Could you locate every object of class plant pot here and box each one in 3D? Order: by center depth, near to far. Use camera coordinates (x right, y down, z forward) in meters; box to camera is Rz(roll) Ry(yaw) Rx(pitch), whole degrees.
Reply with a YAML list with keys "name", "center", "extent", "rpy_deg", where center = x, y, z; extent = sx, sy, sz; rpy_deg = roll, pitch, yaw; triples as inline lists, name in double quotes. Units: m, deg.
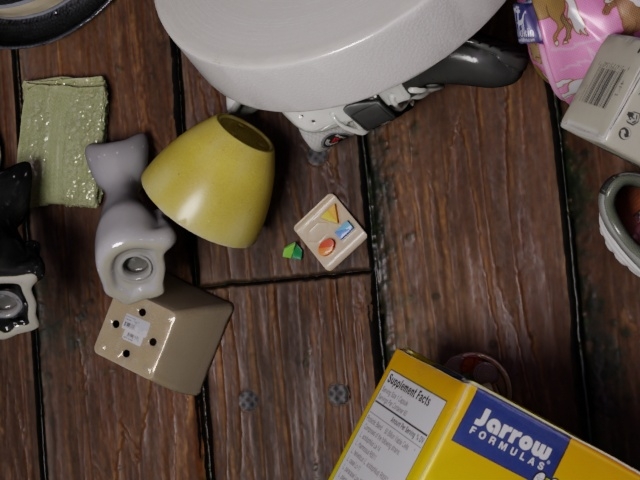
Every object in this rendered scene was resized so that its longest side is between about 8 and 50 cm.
- name: "plant pot"
  center: [-0.099, -0.070, 1.278]
  extent: [0.134, 0.134, 0.095]
  rpy_deg: [40, 112, 17]
- name: "plant pot"
  center: [-0.173, 0.096, 1.326]
  extent: [0.109, 0.096, 0.109]
  rpy_deg: [24, 96, 19]

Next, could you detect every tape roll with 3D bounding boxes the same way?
- name: "tape roll"
  center: [0.023, -0.296, 1.192]
  extent: [0.392, 0.072, 0.392]
  rpy_deg: [-16, 51, 22]

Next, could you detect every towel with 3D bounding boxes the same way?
- name: "towel"
  center: [-0.285, -0.109, 1.411]
  extent: [0.110, 0.027, 0.148]
  rpy_deg: [1, 87, 18]

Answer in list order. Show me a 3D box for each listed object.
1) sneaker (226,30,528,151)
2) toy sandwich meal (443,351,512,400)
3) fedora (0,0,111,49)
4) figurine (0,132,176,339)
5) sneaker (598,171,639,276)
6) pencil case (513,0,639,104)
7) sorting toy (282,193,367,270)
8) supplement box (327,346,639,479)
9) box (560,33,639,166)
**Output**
- name: "sneaker"
  center: [0.046, -0.155, 1.255]
  extent: [0.331, 0.122, 0.146]
  rpy_deg: [11, 98, 32]
- name: "toy sandwich meal"
  center: [0.149, 0.151, 1.246]
  extent: [0.086, 0.029, 0.085]
  rpy_deg: [-1, 87, 19]
- name: "fedora"
  center: [-0.341, -0.377, 1.377]
  extent: [0.334, 0.152, 0.334]
  rpy_deg: [-1, 88, 19]
- name: "figurine"
  center: [-0.261, -0.023, 1.308]
  extent: [0.215, 0.092, 0.209]
  rpy_deg: [-15, 45, -3]
- name: "sneaker"
  center: [0.347, 0.036, 1.122]
  extent: [0.271, 0.108, 0.100]
  rpy_deg: [42, 97, 25]
- name: "pencil case"
  center: [0.361, -0.253, 1.123]
  extent: [0.386, 0.167, 0.160]
  rpy_deg: [-18, 66, 17]
- name: "sorting toy"
  center: [0.000, 0.000, 1.314]
  extent: [0.083, 0.012, 0.062]
  rpy_deg: [-43, 75, 12]
- name: "supplement box"
  center: [0.094, 0.303, 1.111]
  extent: [0.195, 0.194, 0.356]
  rpy_deg: [29, 88, -14]
- name: "box"
  center: [0.352, -0.072, 1.078]
  extent: [0.275, 0.113, 0.094]
  rpy_deg: [26, 98, -13]
